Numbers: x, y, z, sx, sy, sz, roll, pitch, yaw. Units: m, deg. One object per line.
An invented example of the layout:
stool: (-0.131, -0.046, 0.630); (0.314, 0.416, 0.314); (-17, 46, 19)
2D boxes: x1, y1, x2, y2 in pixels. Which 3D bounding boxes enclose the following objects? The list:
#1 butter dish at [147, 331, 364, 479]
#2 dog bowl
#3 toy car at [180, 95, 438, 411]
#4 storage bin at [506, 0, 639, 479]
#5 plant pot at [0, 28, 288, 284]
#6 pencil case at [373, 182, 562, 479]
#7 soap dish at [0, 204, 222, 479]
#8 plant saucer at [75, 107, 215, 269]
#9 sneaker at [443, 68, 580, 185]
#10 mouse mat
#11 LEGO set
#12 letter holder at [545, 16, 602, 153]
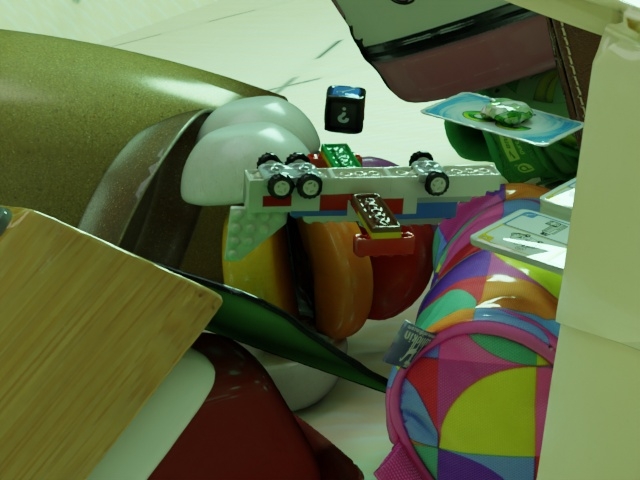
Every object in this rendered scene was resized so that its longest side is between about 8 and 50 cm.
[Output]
butter dish: (-0.082, 0.088, 0.852); (0.160, 0.118, 0.160); (-21, 16, -15)
dog bowl: (0.188, -0.221, 1.230); (0.408, 0.150, 0.408); (-21, 9, 3)
toy car: (0.000, 0.000, 1.010); (0.136, 0.159, 0.182); (-9, 15, 4)
storage bin: (0.121, 0.013, 0.573); (0.123, 0.262, 0.260); (19, 31, 25)
plant pot: (-0.148, -0.039, 1.251); (0.254, 0.237, 0.237); (-1, 16, 3)
pencil case: (0.087, 0.046, 0.861); (0.104, 0.104, 0.236); (-13, 14, 16)
soap dish: (-0.201, 0.105, 0.730); (0.291, 0.118, 0.229); (-52, 30, -20)
plant saucer: (-0.117, 0.006, 1.068); (0.036, 0.199, 0.198); (23, 23, 6)
sneaker: (0.183, -0.079, 1.232); (0.123, 0.109, 0.295); (-31, 11, -18)
mouse mat: (-0.055, 0.029, 0.813); (0.152, 0.007, 0.189); (17, -11, 25)
LEGO set: (0.076, -0.020, 0.866); (0.244, 0.060, 0.182); (19, 27, 31)
letter holder: (0.297, -0.061, 0.972); (0.302, 0.214, 0.152); (-15, -17, 8)
